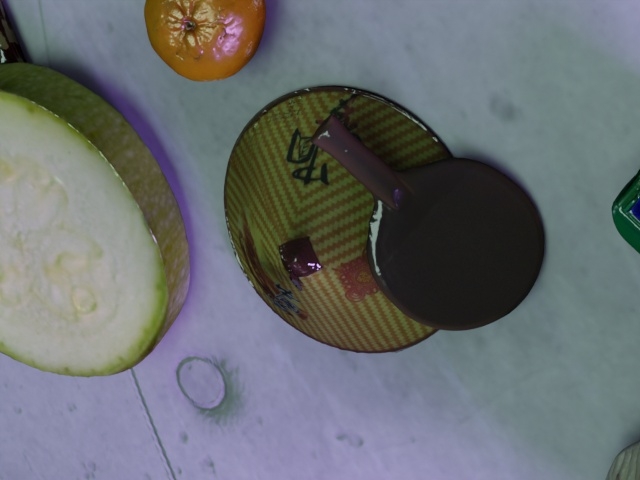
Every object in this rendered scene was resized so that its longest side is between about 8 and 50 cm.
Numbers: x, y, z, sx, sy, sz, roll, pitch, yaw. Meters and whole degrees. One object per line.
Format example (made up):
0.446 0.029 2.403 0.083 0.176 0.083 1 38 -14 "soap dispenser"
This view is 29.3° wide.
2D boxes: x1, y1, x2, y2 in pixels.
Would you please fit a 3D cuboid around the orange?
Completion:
-0.075 -0.144 0.790 0.083 0.070 0.083 9 112 22 "orange"

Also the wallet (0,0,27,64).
-0.295 -0.186 0.920 0.122 0.031 0.232 -14 104 30 "wallet"

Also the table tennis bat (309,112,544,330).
0.065 -0.004 0.712 0.170 0.119 0.107 40 98 -9 "table tennis bat"

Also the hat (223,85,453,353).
0.000 0.000 0.801 0.193 0.082 0.193 11 114 26 "hat"

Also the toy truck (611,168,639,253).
0.232 0.006 0.682 0.147 0.065 0.079 45 128 4 "toy truck"

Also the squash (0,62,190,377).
-0.215 -0.008 0.926 0.252 0.049 0.252 13 125 19 "squash"

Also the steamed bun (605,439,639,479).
0.245 0.192 0.679 0.144 0.211 0.218 10 143 -3 "steamed bun"
